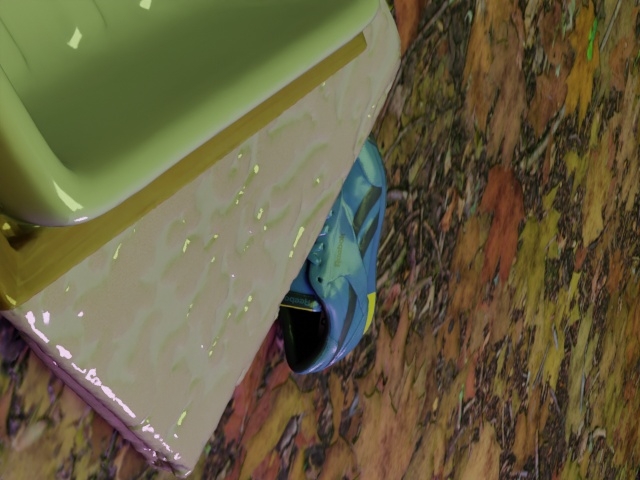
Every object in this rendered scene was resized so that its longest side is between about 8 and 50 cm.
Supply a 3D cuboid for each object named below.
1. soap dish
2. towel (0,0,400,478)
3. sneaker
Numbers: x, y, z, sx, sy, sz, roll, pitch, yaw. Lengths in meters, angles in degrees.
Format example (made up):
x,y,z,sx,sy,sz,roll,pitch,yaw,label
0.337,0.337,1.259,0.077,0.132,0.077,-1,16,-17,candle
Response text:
x,y,z,sx,sy,sz,roll,pitch,yaw,label
-0.114,-0.124,0.618,0.229,0.118,0.291,60,36,-9,soap dish
-0.066,-0.055,0.903,0.332,0.053,0.317,-62,154,-16,towel
0.000,0.000,1.109,0.082,0.069,0.209,-37,134,-53,sneaker
